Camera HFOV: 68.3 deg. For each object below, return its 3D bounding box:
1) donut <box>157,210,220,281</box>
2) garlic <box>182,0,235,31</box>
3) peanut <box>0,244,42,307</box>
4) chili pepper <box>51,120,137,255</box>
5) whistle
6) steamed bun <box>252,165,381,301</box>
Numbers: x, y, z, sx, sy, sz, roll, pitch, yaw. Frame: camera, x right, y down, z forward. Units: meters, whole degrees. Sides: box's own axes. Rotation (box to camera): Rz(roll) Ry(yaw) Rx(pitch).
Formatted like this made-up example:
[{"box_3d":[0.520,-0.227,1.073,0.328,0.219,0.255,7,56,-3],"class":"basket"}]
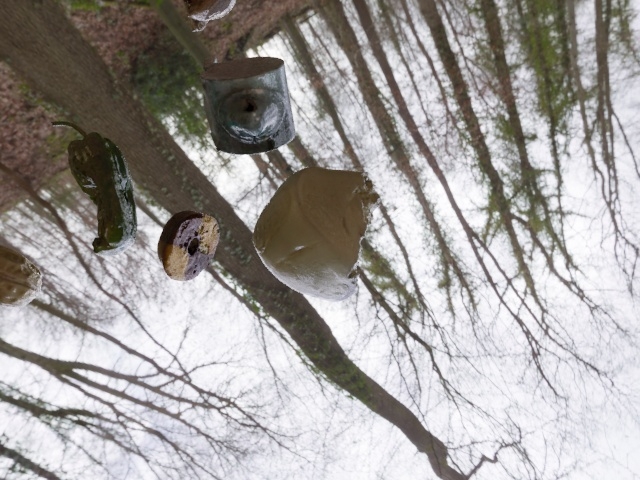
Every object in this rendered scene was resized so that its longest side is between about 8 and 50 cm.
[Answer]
[{"box_3d":[-0.343,0.009,1.204,0.073,0.166,0.184,25,-78,34],"class":"donut"},{"box_3d":[-0.245,-0.565,0.954,0.191,0.214,0.160,-16,-149,47],"class":"garlic"},{"box_3d":[-0.445,0.028,0.605,0.080,0.174,0.080,-53,-169,16],"class":"peanut"},{"box_3d":[-0.284,-0.084,0.609,0.073,0.072,0.204,-18,-98,-24],"class":"chili pepper"},{"box_3d":[-0.207,-0.325,1.098,0.188,0.168,0.404,-32,-141,-31],"class":"whistle"},{"box_3d":[0.000,0.000,1.093,0.290,0.273,0.273,122,-34,-45],"class":"steamed bun"}]
